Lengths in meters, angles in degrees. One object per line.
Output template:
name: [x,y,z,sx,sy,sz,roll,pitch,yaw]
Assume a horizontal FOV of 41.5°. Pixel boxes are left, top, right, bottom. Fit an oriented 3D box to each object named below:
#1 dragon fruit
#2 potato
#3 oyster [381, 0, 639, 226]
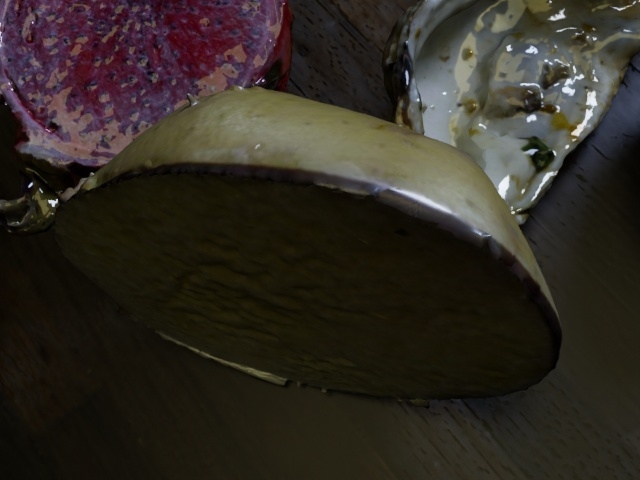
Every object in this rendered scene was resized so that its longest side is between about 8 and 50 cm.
dragon fruit: [-0.129,-0.118,0.606,0.211,0.147,0.282,28,83,9]
potato: [0.000,0.000,0.490,0.299,0.239,0.116,-2,49,38]
oyster: [0.143,-0.116,0.580,0.294,0.094,0.166,-41,90,-13]
